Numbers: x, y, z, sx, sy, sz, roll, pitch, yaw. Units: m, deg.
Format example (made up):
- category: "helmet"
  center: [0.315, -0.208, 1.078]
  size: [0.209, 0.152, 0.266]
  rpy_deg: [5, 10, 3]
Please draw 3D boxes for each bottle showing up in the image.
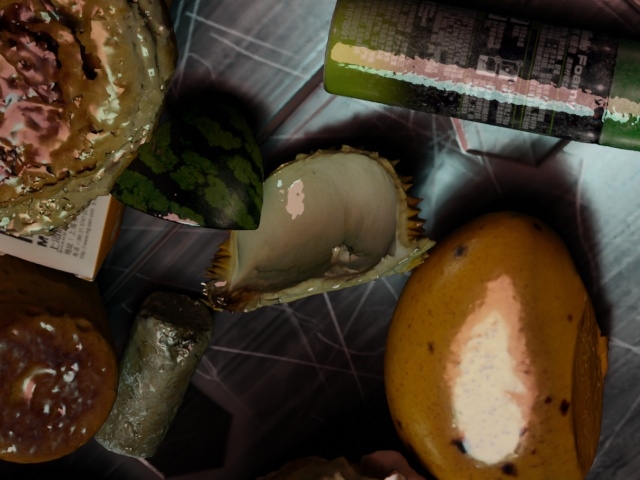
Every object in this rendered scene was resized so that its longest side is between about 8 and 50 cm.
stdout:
- category: "bottle"
  center: [0.171, -0.136, 1.634]
  size: [0.330, 0.093, 0.093]
  rpy_deg: [12, 121, 6]

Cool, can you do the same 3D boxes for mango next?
- category: "mango"
  center: [0.151, 0.104, 1.743]
  size: [0.191, 0.160, 0.290]
  rpy_deg: [8, 117, 17]

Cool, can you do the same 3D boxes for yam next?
- category: "yam"
  center: [-0.162, 0.132, 1.870]
  size: [0.078, 0.078, 0.179]
  rpy_deg: [25, 120, -2]

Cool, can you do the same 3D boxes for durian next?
- category: "durian"
  center: [0.000, 0.000, 1.723]
  size: [0.252, 0.139, 0.144]
  rpy_deg: [-9, 113, 25]

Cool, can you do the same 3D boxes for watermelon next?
- category: "watermelon"
  center: [-0.121, -0.058, 1.734]
  size: [0.135, 0.094, 0.125]
  rpy_deg: [-10, 83, -10]

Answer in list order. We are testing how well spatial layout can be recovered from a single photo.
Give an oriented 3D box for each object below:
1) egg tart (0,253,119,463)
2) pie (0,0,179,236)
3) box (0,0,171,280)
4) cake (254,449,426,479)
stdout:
- category: "egg tart"
  center: [-0.275, 0.106, 1.794]
  size: [0.202, 0.147, 0.203]
  rpy_deg: [-7, 109, -20]
- category: "pie"
  center: [-0.250, -0.149, 1.619]
  size: [0.308, 0.085, 0.308]
  rpy_deg: [4, 116, 9]
- category: "box"
  center: [-0.266, -0.119, 1.741]
  size: [0.220, 0.091, 0.274]
  rpy_deg: [19, 121, 1]
- category: "cake"
  center: [0.013, 0.367, 1.794]
  size: [0.307, 0.293, 0.314]
  rpy_deg: [46, 150, -5]
